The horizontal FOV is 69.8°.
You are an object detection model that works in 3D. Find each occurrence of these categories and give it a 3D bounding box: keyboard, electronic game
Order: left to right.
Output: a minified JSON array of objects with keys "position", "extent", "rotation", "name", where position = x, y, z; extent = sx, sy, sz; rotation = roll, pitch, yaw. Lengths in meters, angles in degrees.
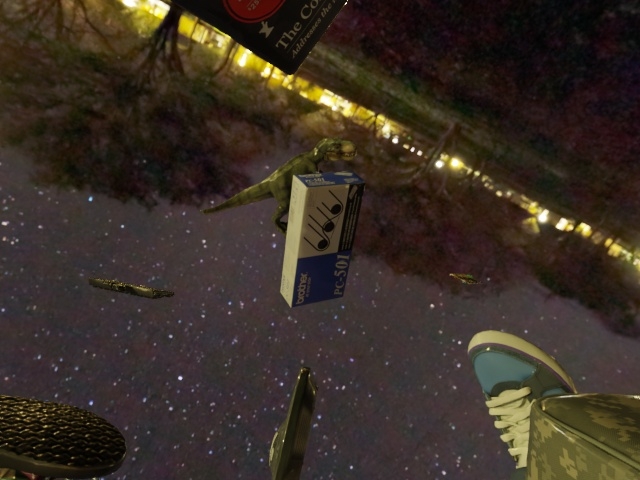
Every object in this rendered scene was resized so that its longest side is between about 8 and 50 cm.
[{"position":[-0.425,0.106,1.006],"extent":[0.180,0.023,0.108],"rotation":[6,172,21],"name":"keyboard"},{"position":[-0.045,0.290,0.638],"extent":[0.048,0.229,0.229],"rotation":[13,-165,3],"name":"electronic game"}]

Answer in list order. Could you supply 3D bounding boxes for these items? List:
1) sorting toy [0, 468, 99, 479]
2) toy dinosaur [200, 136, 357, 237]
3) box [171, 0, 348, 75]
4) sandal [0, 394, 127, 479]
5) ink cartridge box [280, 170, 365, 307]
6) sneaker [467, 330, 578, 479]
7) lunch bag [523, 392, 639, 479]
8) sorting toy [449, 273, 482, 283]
[{"position":[-0.585,0.425,0.829],"extent":[0.348,0.047,0.196],"rotation":[9,180,-8],"name":"sorting toy"},{"position":[-0.053,-0.078,0.768],"extent":[0.118,0.268,0.064],"rotation":[57,-172,-38],"name":"toy dinosaur"},{"position":[-0.053,-0.347,0.309],"extent":[0.179,0.343,0.313],"rotation":[50,-159,23],"name":"box"},{"position":[-0.544,0.326,0.725],"extent":[0.446,0.106,0.167],"rotation":[14,-172,-17],"name":"sandal"},{"position":[0.000,0.000,0.694],"extent":[0.097,0.206,0.046],"rotation":[-8,-145,-27],"name":"ink cartridge box"},{"position":[0.336,0.324,0.716],"extent":[0.322,0.130,0.236],"rotation":[47,-136,-3],"name":"sneaker"},{"position":[0.290,0.276,0.307],"extent":[0.213,0.255,0.305],"rotation":[4,-177,-17],"name":"lunch bag"},{"position":[0.360,0.095,1.117],"extent":[0.083,0.012,0.062],"rotation":[4,-165,-45],"name":"sorting toy"}]
